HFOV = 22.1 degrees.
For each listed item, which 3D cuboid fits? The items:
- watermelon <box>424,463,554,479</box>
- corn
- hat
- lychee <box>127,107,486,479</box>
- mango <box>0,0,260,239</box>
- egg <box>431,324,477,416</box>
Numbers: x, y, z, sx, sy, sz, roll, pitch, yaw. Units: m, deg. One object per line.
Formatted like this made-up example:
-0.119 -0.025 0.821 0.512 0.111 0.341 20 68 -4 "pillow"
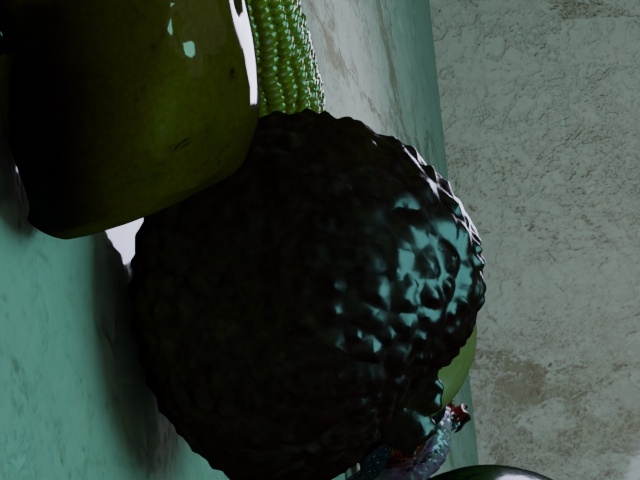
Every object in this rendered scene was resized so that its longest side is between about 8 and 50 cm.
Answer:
0.179 0.406 1.682 0.363 0.363 0.363 -8 90 -80 "watermelon"
-0.055 -0.174 1.490 0.310 0.101 0.101 74 12 -45 "corn"
0.075 0.199 1.895 0.227 0.140 0.129 48 22 -50 "hat"
-0.013 0.043 1.135 0.260 0.260 0.260 -8 90 -80 "lychee"
-0.121 -0.145 0.918 0.201 0.153 0.287 -100 178 -55 "mango"
0.045 0.083 1.555 0.244 0.201 0.201 14 68 -66 "egg"
